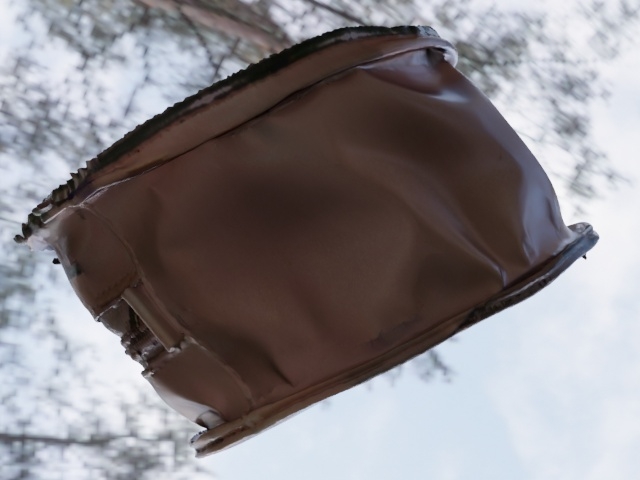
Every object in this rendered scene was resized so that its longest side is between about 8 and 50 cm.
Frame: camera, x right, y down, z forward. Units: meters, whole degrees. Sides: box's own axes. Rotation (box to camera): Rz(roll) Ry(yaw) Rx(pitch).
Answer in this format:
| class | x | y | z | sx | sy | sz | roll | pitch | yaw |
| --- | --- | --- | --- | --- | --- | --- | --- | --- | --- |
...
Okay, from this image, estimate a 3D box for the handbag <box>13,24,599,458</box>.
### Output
| class | x | y | z | sx | sy | sz | roll | pitch | yaw |
| --- | --- | --- | --- | --- | --- | --- | --- | --- | --- |
| handbag | 0.000 | -0.002 | 0.700 | 0.179 | 0.205 | 0.116 | -31 | -94 | 31 |
